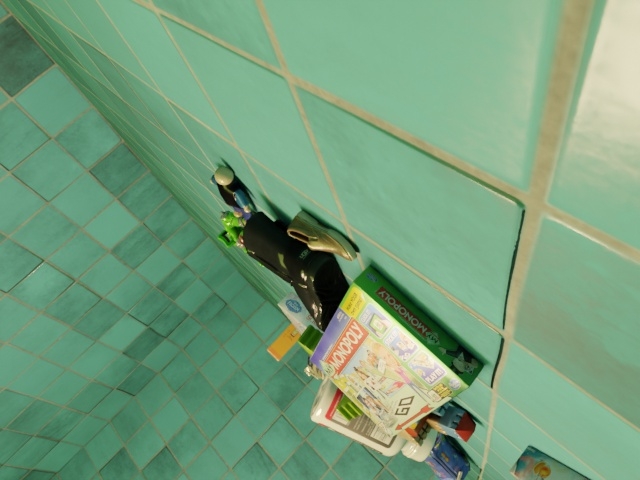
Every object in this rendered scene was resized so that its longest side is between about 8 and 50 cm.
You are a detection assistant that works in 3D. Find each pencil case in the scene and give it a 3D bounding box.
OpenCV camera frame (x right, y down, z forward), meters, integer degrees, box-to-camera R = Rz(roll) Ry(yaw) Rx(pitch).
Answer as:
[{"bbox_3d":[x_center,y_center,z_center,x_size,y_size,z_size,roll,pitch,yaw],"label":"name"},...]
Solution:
[{"bbox_3d":[0.378,0.676,1.504,0.306,0.119,0.133,54,-179,-35],"label":"pencil case"},{"bbox_3d":[0.049,0.557,2.056,0.160,0.183,0.410,46,167,-2],"label":"pencil case"}]

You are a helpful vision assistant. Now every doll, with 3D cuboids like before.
[{"bbox_3d":[-0.189,-0.099,1.010,0.129,0.046,0.189,40,167,19],"label":"doll"}]

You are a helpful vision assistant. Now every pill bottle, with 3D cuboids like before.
[{"bbox_3d":[0.147,0.469,1.277,0.318,0.177,0.176,26,167,1],"label":"pill bottle"}]

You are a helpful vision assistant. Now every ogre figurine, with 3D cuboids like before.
[{"bbox_3d":[-0.193,-0.013,1.193,0.118,0.097,0.197,27,173,21],"label":"ogre figurine"}]

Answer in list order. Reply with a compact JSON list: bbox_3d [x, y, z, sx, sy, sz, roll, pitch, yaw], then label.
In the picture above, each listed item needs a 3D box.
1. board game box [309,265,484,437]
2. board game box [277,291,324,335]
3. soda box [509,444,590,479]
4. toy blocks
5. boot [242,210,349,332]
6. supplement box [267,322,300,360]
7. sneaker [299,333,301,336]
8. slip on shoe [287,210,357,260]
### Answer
[{"bbox_3d":[0.102,0.203,0.787,0.213,0.046,0.317,41,146,14],"label":"board game box"},{"bbox_3d":[0.037,0.342,1.510,0.317,0.066,0.319,30,157,44],"label":"board game box"},{"bbox_3d":[0.376,0.384,0.707,0.063,0.058,0.183,47,167,-10],"label":"soda box"},{"bbox_3d":[0.159,0.319,1.015,0.381,0.191,0.260,50,155,-21],"label":"toy blocks"},{"bbox_3d":[-0.048,0.062,0.952,0.207,0.094,0.247,33,156,32],"label":"boot"},{"bbox_3d":[-0.135,0.432,2.126,0.078,0.233,0.080,43,171,7],"label":"supplement box"},{"bbox_3d":[-0.053,0.328,1.822,0.122,0.110,0.283,44,168,22],"label":"sneaker"},{"bbox_3d":[0.000,0.000,0.722,0.135,0.041,0.051,36,165,35],"label":"slip on shoe"}]
